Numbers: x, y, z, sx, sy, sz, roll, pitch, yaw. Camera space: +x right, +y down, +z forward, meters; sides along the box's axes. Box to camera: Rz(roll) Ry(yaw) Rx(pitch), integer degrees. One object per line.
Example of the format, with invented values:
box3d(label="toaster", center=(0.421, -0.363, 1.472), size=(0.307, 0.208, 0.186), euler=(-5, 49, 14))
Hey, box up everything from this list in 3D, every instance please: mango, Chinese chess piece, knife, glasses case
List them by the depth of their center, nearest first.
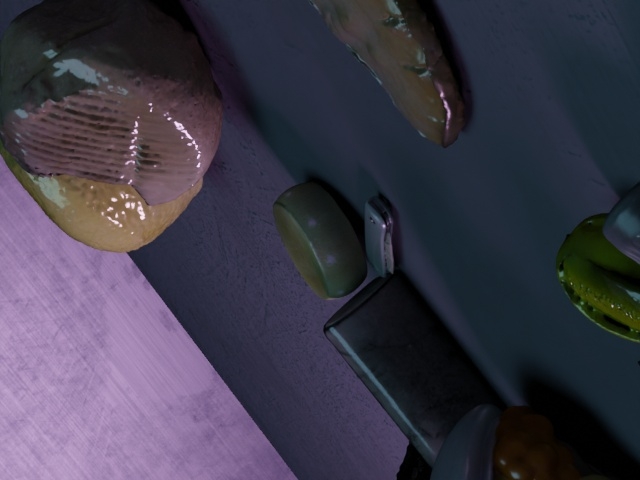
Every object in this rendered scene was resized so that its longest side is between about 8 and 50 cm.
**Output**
box3d(label="mango", center=(0.239, 0.036, 0.918), size=(0.165, 0.074, 0.091), euler=(31, 157, 34))
box3d(label="knife", center=(0.067, 0.000, 1.458), size=(0.044, 0.023, 0.162), euler=(53, 169, 20))
box3d(label="glasses case", center=(0.134, 0.183, 1.546), size=(0.299, 0.114, 0.060), euler=(52, 164, -7))
box3d(label="Chinese chess piece", center=(0.000, 0.000, 1.563), size=(0.144, 0.058, 0.144), euler=(55, 166, 22))

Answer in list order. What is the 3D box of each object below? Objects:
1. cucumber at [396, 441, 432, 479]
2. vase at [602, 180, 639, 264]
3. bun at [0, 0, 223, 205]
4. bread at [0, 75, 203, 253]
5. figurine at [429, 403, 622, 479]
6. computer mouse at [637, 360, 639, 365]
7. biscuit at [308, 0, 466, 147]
box3d(label="cucumber", center=(0.126, 0.294, 1.593), size=(0.072, 0.303, 0.081), euler=(10, 115, 12))
box3d(label="vase", center=(0.271, 0.047, 0.809), size=(0.219, 0.096, 0.096), euler=(50, 167, 14))
box3d(label="bun", center=(-0.248, -0.187, 1.570), size=(0.281, 0.281, 0.205), euler=(71, -164, -56))
box3d(label="bread", center=(-0.326, -0.136, 1.894), size=(0.320, 0.237, 0.320), euler=(51, 167, 17))
box3d(label="figurine", center=(0.270, 0.330, 1.345), size=(0.381, 0.205, 0.224), euler=(33, 166, 28))
box3d(label="computer mouse", center=(0.302, 0.114, 0.934), size=(0.172, 0.057, 0.099), euler=(34, 179, 37))
box3d(label="biscuit", center=(0.029, -0.195, 1.034), size=(0.290, 0.038, 0.141), euler=(51, 166, -4))
